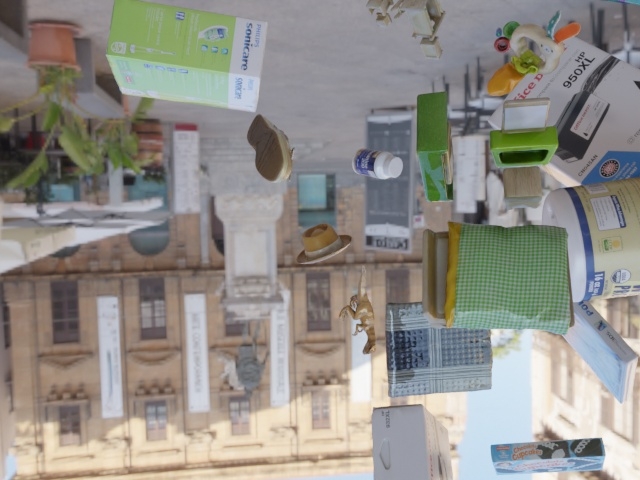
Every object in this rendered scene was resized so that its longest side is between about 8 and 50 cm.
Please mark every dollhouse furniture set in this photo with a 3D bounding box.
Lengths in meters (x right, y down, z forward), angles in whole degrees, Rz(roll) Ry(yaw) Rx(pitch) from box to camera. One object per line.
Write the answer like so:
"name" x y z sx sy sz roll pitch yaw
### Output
"dollhouse furniture set" 0.227 -0.567 1.697 0.161 0.101 0.182 16 162 31
"dollhouse furniture set" 0.233 -0.039 0.895 0.198 0.301 0.151 -2 154 12

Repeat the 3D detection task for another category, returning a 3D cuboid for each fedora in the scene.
"fedora" 0.000 0.000 1.970 0.194 0.079 0.194 -21 -166 5

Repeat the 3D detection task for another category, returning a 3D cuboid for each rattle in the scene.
"rattle" 0.445 -0.397 1.427 0.143 0.130 0.200 -24 -170 -7

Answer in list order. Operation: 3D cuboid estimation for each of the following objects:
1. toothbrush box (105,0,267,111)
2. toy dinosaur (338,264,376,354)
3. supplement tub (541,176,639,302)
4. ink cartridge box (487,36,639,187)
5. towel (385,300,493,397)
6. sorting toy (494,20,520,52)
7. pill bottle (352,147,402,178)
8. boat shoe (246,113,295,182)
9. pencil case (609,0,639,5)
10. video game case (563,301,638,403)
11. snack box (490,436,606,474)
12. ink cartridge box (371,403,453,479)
"toothbrush box" -0.256 -0.356 1.313 0.283 0.122 0.206 8 172 -6
"toy dinosaur" 0.095 0.147 1.497 0.064 0.211 0.112 -17 -168 -36
"supplement tub" 0.610 -0.009 1.285 0.316 0.228 0.228 -8 -177 9
"ink cartridge box" 0.646 -0.272 1.579 0.395 0.285 0.166 46 -168 36
"towel" 0.356 0.317 1.997 0.324 0.312 0.056 -4 -167 0
"sorting toy" 0.530 -0.588 1.905 0.061 0.102 0.042 25 -138 -5
"pill bottle" 0.139 -0.186 1.625 0.067 0.067 0.120 -5 -165 -42
"boat shoe" -0.110 -0.229 1.675 0.089 0.104 0.285 21 -152 -30
"pencil case" 0.402 -0.381 0.950 0.152 0.070 0.064 27 -165 34
"video game case" 0.601 0.207 1.528 0.036 0.300 0.329 -34 146 2
"snack box" 0.690 0.661 2.032 0.322 0.060 0.187 -9 147 15
"ink cartridge box" 0.231 0.541 1.614 0.129 0.223 0.307 -11 151 18
